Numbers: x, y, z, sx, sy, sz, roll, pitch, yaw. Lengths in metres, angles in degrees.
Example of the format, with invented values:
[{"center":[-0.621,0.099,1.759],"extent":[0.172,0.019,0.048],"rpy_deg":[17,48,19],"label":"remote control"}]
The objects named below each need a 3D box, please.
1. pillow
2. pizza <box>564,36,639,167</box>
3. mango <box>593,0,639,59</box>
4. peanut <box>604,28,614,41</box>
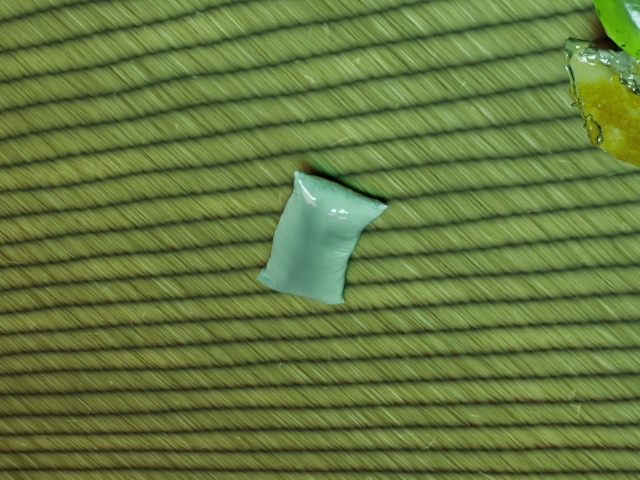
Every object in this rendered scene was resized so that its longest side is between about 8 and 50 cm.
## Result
[{"center":[0.001,0.000,2.365],"extent":[0.144,0.078,0.254],"rpy_deg":[21,137,0],"label":"pillow"},{"center":[0.413,-0.159,1.951],"extent":[0.297,0.071,0.189],"rpy_deg":[24,152,-10],"label":"pizza"},{"center":[0.365,-0.287,1.779],"extent":[0.100,0.119,0.178],"rpy_deg":[144,103,-81],"label":"mango"},{"center":[0.418,-0.290,1.856],"extent":[0.194,0.083,0.093],"rpy_deg":[-26,80,39],"label":"peanut"}]
